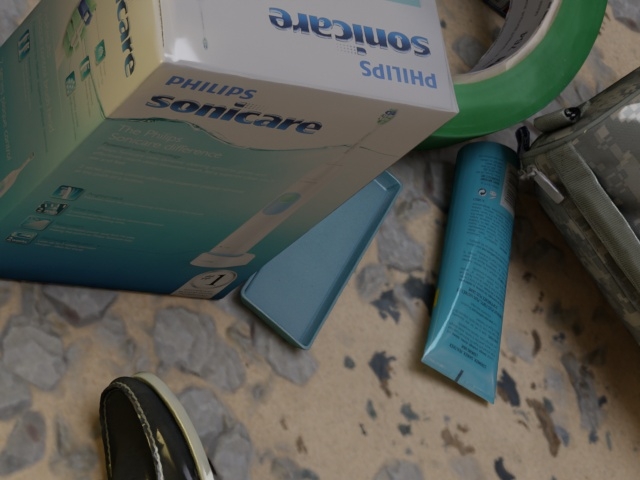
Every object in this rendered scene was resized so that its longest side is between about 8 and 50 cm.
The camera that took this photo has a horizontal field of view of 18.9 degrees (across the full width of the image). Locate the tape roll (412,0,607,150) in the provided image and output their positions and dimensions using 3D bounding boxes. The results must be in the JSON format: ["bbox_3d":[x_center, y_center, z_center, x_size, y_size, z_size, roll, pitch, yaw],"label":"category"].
[{"bbox_3d":[0.077,-0.234,1.528,0.321,0.077,0.321,3,83,-26],"label":"tape roll"}]

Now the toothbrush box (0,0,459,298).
[{"bbox_3d":[-0.088,-0.081,1.245,0.216,0.295,0.126,7,62,-33],"label":"toothbrush box"}]

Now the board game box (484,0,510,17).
[{"bbox_3d":[0.182,-0.309,1.742,0.165,0.042,0.243,34,50,-17],"label":"board game box"}]

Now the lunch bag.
[{"bbox_3d":[0.317,-0.013,1.557,0.305,0.212,0.256,56,41,0],"label":"lunch bag"}]

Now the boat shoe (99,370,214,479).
[{"bbox_3d":[-0.110,0.194,1.220,0.079,0.084,0.233,2,68,-36],"label":"boat shoe"}]

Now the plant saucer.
[{"bbox_3d":[0.000,0.000,1.453,0.067,0.018,0.192,41,49,-11],"label":"plant saucer"}]

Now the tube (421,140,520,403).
[{"bbox_3d":[0.122,0.020,1.513,0.080,0.052,0.207,28,55,-28],"label":"tube"}]
